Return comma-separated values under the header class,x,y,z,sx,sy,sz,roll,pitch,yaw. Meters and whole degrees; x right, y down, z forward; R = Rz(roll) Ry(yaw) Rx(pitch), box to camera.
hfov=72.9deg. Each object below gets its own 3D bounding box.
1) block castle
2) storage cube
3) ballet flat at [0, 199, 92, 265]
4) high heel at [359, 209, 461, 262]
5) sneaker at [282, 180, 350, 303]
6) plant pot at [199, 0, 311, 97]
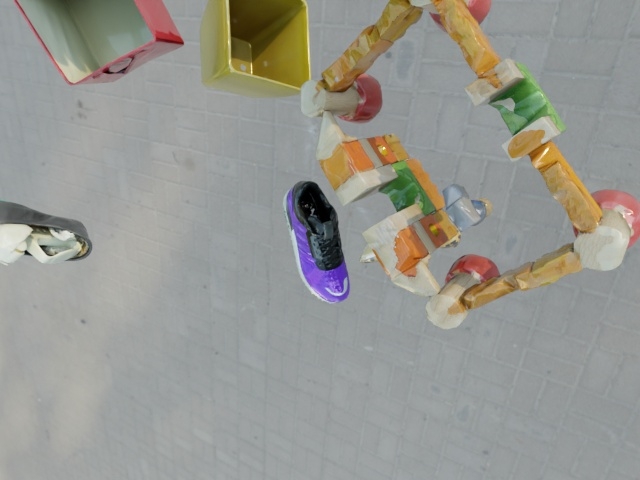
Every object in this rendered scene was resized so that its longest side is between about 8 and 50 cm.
class,x,y,z,sx,sy,sz,roll,pitch,yaw
block castle,0.204,-0.124,0.644,0.303,0.213,0.453,-35,83,38
storage cube,-0.398,-0.414,0.799,0.184,0.193,0.215,-24,111,8
ballet flat,-0.359,-0.004,0.523,0.074,0.203,0.074,-2,83,14
high heel,0.248,0.022,1.169,0.261,0.093,0.186,-35,130,17
sneaker,-0.001,0.000,0.968,0.293,0.102,0.146,68,157,4
plant pot,-0.164,-0.433,0.980,0.187,0.212,0.212,-3,89,48
